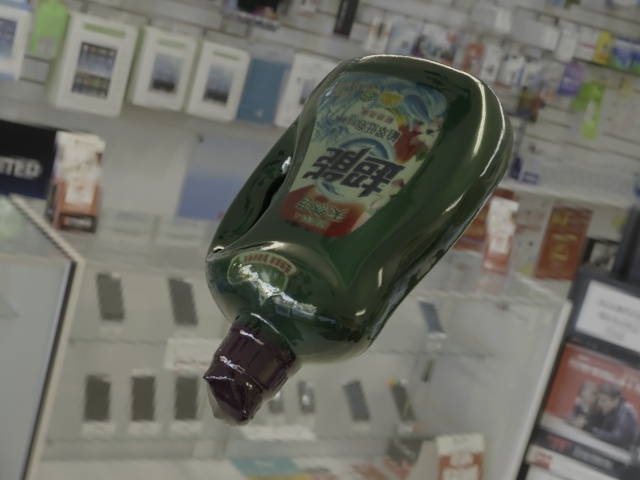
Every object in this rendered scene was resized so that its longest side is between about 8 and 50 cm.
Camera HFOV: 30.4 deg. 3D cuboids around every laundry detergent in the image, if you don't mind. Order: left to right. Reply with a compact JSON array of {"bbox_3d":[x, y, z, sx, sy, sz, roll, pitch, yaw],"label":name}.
[{"bbox_3d":[0.000,0.000,0.632,0.144,0.222,0.078,18,-27,42],"label":"laundry detergent"}]
